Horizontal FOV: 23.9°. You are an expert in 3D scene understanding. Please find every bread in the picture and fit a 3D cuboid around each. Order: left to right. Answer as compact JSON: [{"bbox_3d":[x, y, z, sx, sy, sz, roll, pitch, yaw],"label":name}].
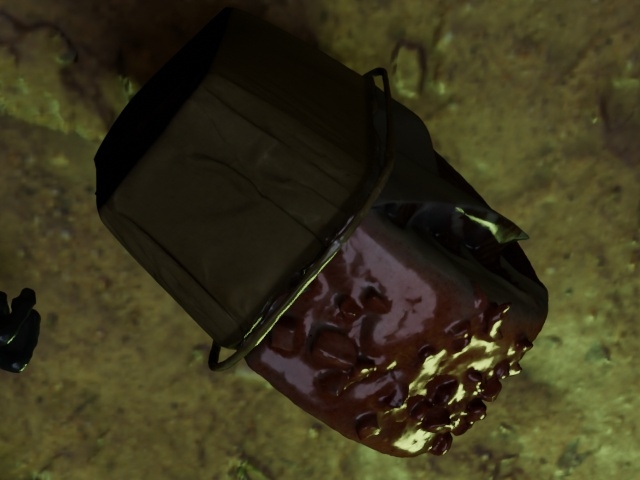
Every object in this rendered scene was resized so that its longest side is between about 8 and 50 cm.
[{"bbox_3d":[0.000,0.000,0.699,0.212,0.224,0.142,41,105,-13],"label":"bread"}]

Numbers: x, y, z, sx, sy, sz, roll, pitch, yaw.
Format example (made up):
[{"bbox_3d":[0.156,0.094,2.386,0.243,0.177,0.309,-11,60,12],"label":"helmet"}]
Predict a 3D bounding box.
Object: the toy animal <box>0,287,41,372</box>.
[{"bbox_3d":[-0.258,0.066,0.742,0.233,0.148,0.084,3,161,-4],"label":"toy animal"}]
